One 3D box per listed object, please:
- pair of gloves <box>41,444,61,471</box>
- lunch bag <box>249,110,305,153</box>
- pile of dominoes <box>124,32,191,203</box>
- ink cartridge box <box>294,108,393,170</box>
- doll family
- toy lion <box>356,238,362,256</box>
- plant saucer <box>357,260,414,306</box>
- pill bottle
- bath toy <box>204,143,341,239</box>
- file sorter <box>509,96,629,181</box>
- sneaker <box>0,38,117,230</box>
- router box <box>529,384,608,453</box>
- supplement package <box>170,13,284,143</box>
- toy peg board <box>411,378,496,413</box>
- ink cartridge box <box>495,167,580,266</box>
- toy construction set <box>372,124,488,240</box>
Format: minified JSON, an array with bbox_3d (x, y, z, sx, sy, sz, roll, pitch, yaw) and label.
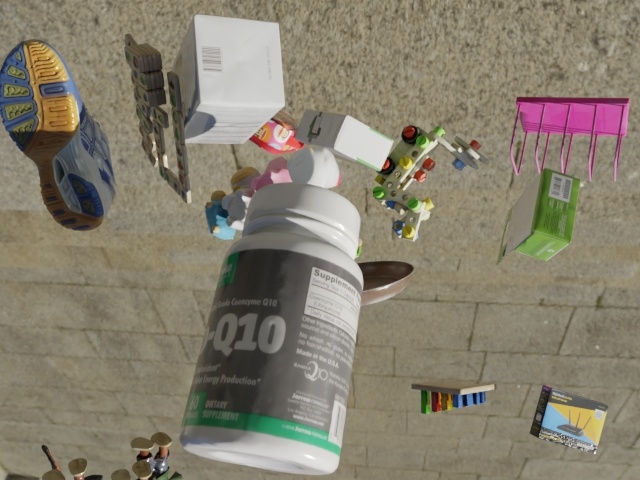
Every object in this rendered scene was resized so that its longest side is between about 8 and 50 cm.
[{"bbox_3d":[-0.409,0.356,0.895,0.074,0.010,0.083,49,147,22],"label":"pair of gloves"},{"bbox_3d":[-0.159,-0.363,1.827,0.258,0.293,0.120,33,105,5],"label":"lunch bag"},{"bbox_3d":[-0.292,-0.206,0.989,0.040,0.196,0.251,-22,134,-31],"label":"pile of dominoes"},{"bbox_3d":[0.056,-0.264,1.506,0.160,0.219,0.092,21,93,-32],"label":"ink cartridge box"},{"bbox_3d":[-0.205,0.262,0.526,0.193,0.076,0.111,-7,113,-36],"label":"doll family"},{"bbox_3d":[0.092,0.038,1.997,0.100,0.096,0.034,4,176,-19],"label":"toy lion"},{"bbox_3d":[0.081,0.112,1.432,0.311,0.310,0.050,-7,99,16],"label":"plant saucer"},{"bbox_3d":[-0.051,0.116,0.793,0.204,0.361,0.204,8,153,4],"label":"pill bottle"},{"bbox_3d":[-0.097,-0.112,1.251,0.348,0.151,0.129,-21,162,36],"label":"bath toy"},{"bbox_3d":[0.711,-0.284,1.664,0.291,0.182,0.202,8,167,28],"label":"file sorter"},{"bbox_3d":[-0.397,-0.166,0.898,0.112,0.131,0.296,0,122,4],"label":"sneaker"},{"bbox_3d":[0.647,0.466,1.505,0.179,0.133,0.046,18,175,-13],"label":"router box"},{"bbox_3d":[-0.166,-0.255,0.968,0.134,0.139,0.244,-3,175,-23],"label":"supplement package"},{"bbox_3d":[0.352,0.416,1.522,0.161,0.079,0.161,5,171,-40],"label":"toy peg board"},{"bbox_3d":[0.560,-0.040,1.507,0.097,0.189,0.255,18,157,3],"label":"ink cartridge box"},{"bbox_3d":[0.264,-0.167,1.479,0.328,0.215,0.151,-44,151,-6],"label":"toy construction set"}]
